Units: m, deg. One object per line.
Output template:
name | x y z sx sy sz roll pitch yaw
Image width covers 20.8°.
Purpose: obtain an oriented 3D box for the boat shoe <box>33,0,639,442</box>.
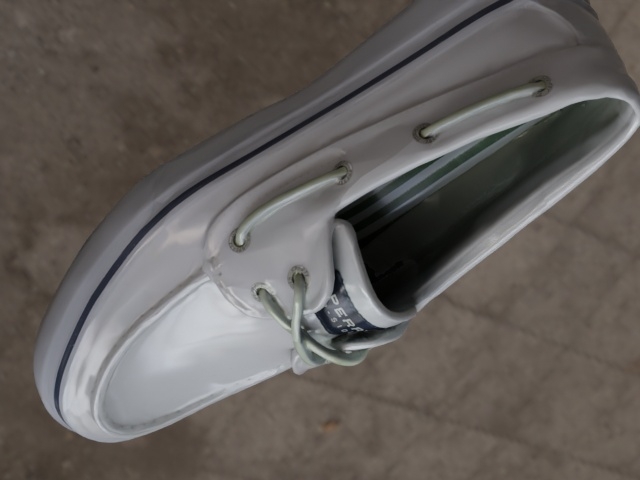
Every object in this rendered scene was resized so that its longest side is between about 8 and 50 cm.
boat shoe | 0.000 0.000 0.554 0.226 0.076 0.083 -42 135 13
